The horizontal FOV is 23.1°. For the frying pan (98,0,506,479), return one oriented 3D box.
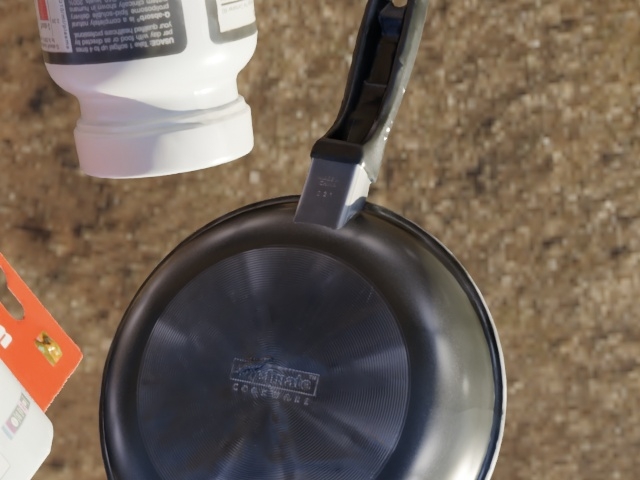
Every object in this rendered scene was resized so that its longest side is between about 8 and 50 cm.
[{"bbox_3d":[0.021,0.017,0.713,0.197,0.326,0.053,34,179,23],"label":"frying pan"}]

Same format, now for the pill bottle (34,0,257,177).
[{"bbox_3d":[-0.131,-0.195,1.141,0.162,0.162,0.278,-4,104,10],"label":"pill bottle"}]

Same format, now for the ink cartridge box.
[{"bbox_3d":[-0.237,0.059,1.018,0.066,0.232,0.189,-27,108,31],"label":"ink cartridge box"}]
